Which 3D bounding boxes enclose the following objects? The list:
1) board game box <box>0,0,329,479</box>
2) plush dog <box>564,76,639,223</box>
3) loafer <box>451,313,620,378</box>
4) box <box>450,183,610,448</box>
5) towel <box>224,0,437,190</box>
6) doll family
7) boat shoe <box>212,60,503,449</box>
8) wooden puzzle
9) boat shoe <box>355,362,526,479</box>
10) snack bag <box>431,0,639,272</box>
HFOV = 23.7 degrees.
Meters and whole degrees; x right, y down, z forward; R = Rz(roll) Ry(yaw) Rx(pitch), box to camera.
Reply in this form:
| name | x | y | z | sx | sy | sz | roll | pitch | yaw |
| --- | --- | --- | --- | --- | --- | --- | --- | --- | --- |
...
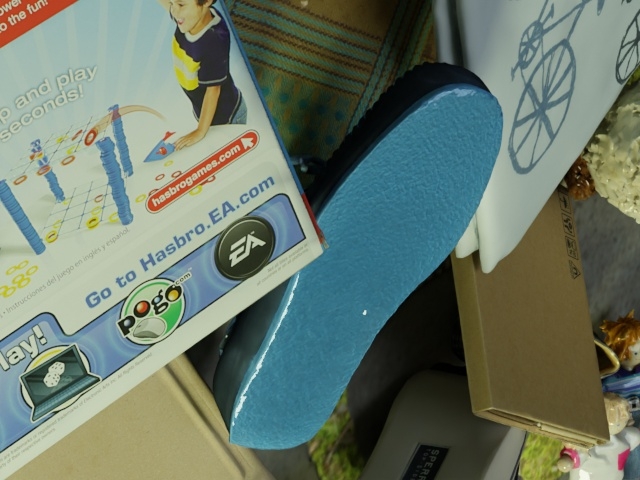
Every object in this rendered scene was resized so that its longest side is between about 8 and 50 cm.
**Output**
| name | x | y | z | sx | sy | sz | roll | pitch | yaw |
| --- | --- | --- | --- | --- | --- | --- | --- | --- | --- |
| board game box | -0.182 | -0.037 | 0.666 | 0.308 | 0.086 | 0.302 | -35 | 128 | -17 |
| plush dog | 0.295 | -0.088 | 1.110 | 0.225 | 0.262 | 0.210 | -33 | 116 | -32 |
| loafer | 0.164 | 0.076 | 1.153 | 0.170 | 0.061 | 0.062 | 6 | 99 | -48 |
| box | 0.143 | 0.036 | 1.071 | 0.164 | 0.021 | 0.201 | 21 | 57 | -49 |
| towel | -0.039 | -0.137 | 0.826 | 0.370 | 0.040 | 0.271 | 14 | 104 | -45 |
| doll family | 0.280 | 0.137 | 1.285 | 0.263 | 0.118 | 0.163 | -12 | 119 | -25 |
| boat shoe | 0.000 | 0.000 | 0.849 | 0.109 | 0.089 | 0.258 | 21 | 117 | -34 |
| wooden puzzle | -0.143 | 0.155 | 0.867 | 0.221 | 0.044 | 0.238 | -50 | 130 | -23 |
| boat shoe | 0.057 | 0.235 | 1.005 | 0.340 | 0.127 | 0.158 | -46 | 138 | -48 |
| snack bag | 0.171 | -0.192 | 0.949 | 0.342 | 0.037 | 0.323 | -52 | 151 | -24 |
